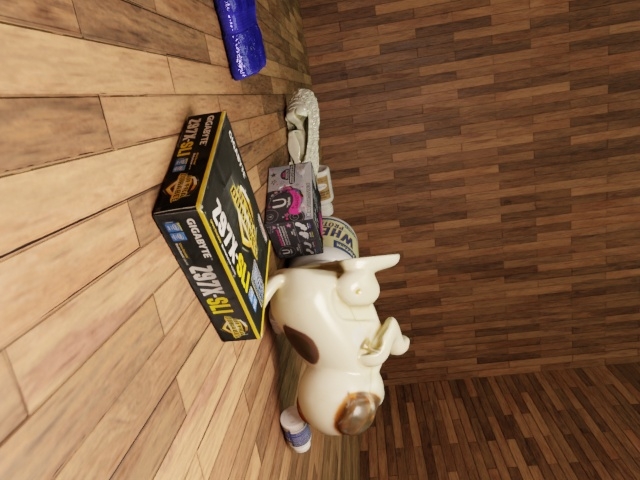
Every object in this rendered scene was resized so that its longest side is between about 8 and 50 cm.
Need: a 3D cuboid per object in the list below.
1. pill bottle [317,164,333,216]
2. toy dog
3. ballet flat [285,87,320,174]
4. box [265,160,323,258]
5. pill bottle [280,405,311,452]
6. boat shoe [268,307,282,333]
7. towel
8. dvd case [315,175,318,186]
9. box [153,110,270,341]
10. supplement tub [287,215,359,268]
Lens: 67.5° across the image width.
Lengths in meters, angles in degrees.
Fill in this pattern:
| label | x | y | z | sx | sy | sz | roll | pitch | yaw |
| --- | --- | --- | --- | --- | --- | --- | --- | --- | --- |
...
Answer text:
| label | x | y | z | sx | sy | sz | roll | pitch | yaw |
| --- | --- | --- | --- | --- | --- | --- | --- | --- | --- |
| pill bottle | -0.007 | -0.230 | 2.262 | 0.131 | 0.131 | 0.229 | -85 | 166 | -62 |
| toy dog | 0.041 | 0.252 | 1.145 | 0.395 | 0.284 | 0.408 | -7 | 87 | -48 |
| ballet flat | -0.078 | -0.443 | 1.924 | 0.147 | 0.147 | 0.409 | 55 | 28 | -76 |
| box | -0.077 | -0.093 | 1.431 | 0.163 | 0.142 | 0.247 | 74 | 10 | -48 |
| pill bottle | -0.060 | 0.489 | 1.233 | 0.067 | 0.067 | 0.120 | -88 | 168 | -57 |
| boat shoe | -0.099 | 0.172 | 1.291 | 0.184 | 0.066 | 0.063 | -90 | 180 | -54 |
| towel | -0.200 | -0.570 | 1.182 | 0.227 | 0.076 | 0.308 | -88 | 169 | -60 |
| dvd case | -0.044 | -0.158 | 1.992 | 0.164 | 0.018 | 0.221 | 138 | -50 | -59 |
| box | -0.167 | -0.017 | 0.838 | 0.257 | 0.079 | 0.322 | -88 | 169 | -46 |
| supplement tub | 0.011 | 0.085 | 1.582 | 0.325 | 0.235 | 0.235 | -87 | 167 | -61 |
